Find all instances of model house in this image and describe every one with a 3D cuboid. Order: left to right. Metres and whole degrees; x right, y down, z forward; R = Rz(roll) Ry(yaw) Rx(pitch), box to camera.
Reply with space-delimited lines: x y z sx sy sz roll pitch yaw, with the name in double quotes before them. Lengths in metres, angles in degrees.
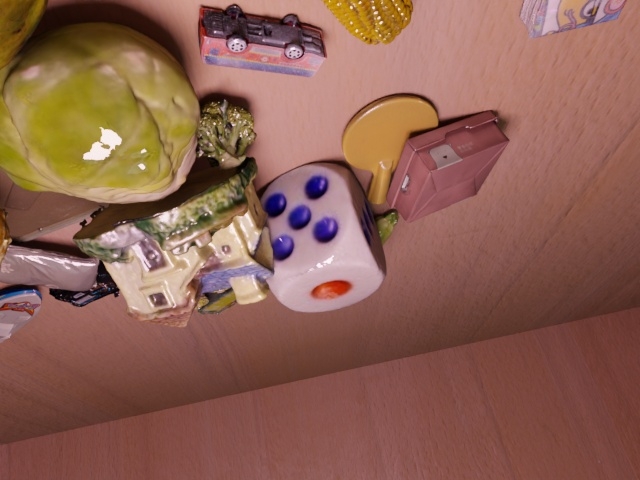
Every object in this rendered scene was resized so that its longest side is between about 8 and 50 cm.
"model house" -0.239 0.025 0.970 0.321 0.261 0.266 -15 114 12

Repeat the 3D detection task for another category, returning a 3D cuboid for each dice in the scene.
"dice" 0.000 0.000 1.170 0.243 0.251 0.259 -20 152 16

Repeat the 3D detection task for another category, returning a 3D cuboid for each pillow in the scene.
"pillow" -0.613 0.061 1.140 0.255 0.059 0.169 13 141 -25

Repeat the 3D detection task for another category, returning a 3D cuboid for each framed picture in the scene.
"framed picture" -0.568 -0.082 1.009 0.324 0.020 0.240 -19 152 10

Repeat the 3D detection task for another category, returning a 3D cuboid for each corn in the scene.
"corn" 0.031 -0.354 0.684 0.102 0.101 0.310 -28 150 26

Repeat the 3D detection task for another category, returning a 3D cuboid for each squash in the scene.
"squash" 0.065 0.042 1.421 0.371 0.118 0.118 -33 147 29

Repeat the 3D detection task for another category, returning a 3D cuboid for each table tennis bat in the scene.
"table tennis bat" 0.139 -0.181 1.110 0.199 0.050 0.320 -11 149 -8

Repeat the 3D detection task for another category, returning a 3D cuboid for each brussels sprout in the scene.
"brussels sprout" -0.303 -0.163 0.736 0.317 0.242 0.274 16 143 -39

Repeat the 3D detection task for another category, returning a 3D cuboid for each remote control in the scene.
"remote control" -0.492 0.073 1.286 0.399 0.062 0.145 -25 149 21

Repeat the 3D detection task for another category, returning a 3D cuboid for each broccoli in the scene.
"broccoli" -0.170 -0.178 0.900 0.131 0.120 0.130 -25 157 15

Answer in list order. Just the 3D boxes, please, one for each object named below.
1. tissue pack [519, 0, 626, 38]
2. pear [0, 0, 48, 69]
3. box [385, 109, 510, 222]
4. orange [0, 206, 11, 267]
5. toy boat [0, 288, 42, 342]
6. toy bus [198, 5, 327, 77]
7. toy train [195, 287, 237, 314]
"tissue pack" 0.405 -0.391 0.817 0.155 0.065 0.115 -12 153 -2
"pear" -0.443 -0.255 0.508 0.321 0.269 0.269 -23 157 -22
"box" 0.269 -0.152 1.126 0.215 0.086 0.215 -23 155 -18
"orange" -0.684 -0.003 0.833 0.330 0.249 0.329 -8 131 -10
"toy boat" -0.800 0.186 1.329 0.295 0.088 0.129 -29 149 28
"toy bus" -0.088 -0.293 0.786 0.192 0.065 0.077 0 157 -23
"toy train" -0.271 0.094 1.356 0.261 0.134 0.177 -32 155 33
